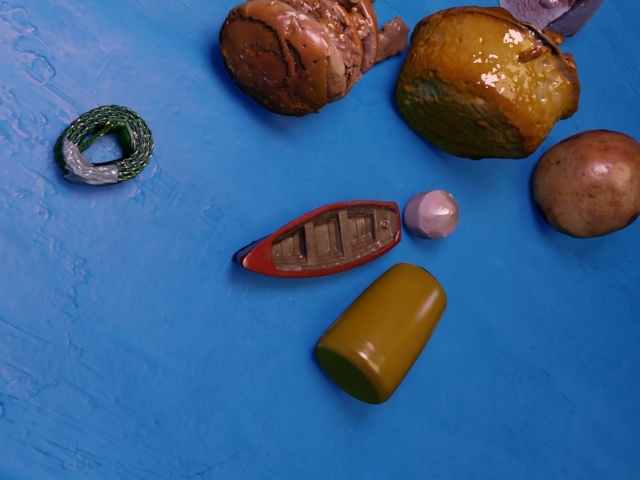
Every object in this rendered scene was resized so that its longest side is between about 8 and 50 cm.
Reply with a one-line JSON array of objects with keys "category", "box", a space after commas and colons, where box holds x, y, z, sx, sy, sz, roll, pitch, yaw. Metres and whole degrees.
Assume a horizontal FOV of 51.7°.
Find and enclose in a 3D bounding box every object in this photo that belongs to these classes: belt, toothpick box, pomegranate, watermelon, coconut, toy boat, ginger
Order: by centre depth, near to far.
[{"category": "belt", "box": [-0.335, -0.144, 1.027, 0.151, 0.079, 0.121, -28, 107, -31]}, {"category": "toy boat", "box": [0.000, 0.000, 1.269, 0.392, 0.079, 0.136, -14, 102, -35]}, {"category": "toothpick box", "box": [0.132, 0.172, 1.312, 0.271, 0.175, 0.175, -46, 116, -28]}, {"category": "ginger", "box": [0.123, -0.407, 1.364, 0.173, 0.051, 0.069, -35, 107, -31]}, {"category": "coconut", "box": [0.245, -0.056, 1.413, 0.110, 0.124, 0.110, -1, 92, -33]}, {"category": "watermelon", "box": [0.517, -0.582, 1.566, 0.289, 0.320, 0.214, 35, 98, 1]}, {"category": "pomegranate", "box": [0.665, -0.138, 1.624, 0.281, 0.281, 0.281, -1, 92, -35]}]

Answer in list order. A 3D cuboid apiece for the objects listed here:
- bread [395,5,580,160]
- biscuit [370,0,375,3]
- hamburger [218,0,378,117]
[{"category": "bread", "box": [0.323, -0.298, 1.324, 0.337, 0.358, 0.204, 35, 76, -29]}, {"category": "biscuit", "box": [0.025, -0.578, 1.260, 0.288, 0.044, 0.202, 38, 51, -36]}, {"category": "hamburger", "box": [-0.042, -0.339, 1.151, 0.211, 0.260, 0.245, -55, 164, -38]}]
